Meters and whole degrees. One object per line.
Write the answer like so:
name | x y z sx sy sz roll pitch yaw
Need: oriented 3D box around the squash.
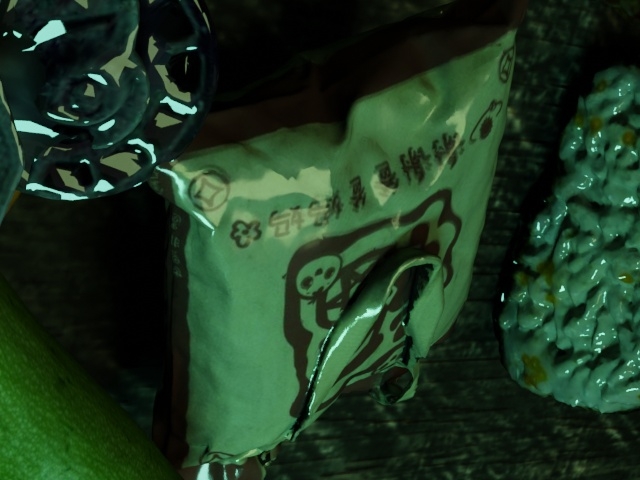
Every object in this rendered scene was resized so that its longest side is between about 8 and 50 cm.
squash | -0.140 0.067 0.672 0.107 0.107 0.395 -48 146 -14

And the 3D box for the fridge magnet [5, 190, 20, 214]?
fridge magnet | -0.168 -0.044 0.680 0.143 0.063 0.143 -26 133 -32

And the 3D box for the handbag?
handbag | 0.000 0.000 0.848 0.213 0.127 0.235 -28 145 -31

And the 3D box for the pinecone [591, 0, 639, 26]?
pinecone | 0.196 -0.209 0.854 0.224 0.224 0.272 17 77 -51

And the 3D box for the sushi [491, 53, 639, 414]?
sushi | 0.194 0.000 1.051 0.126 0.136 0.225 -12 130 -40

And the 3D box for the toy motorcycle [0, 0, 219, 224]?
toy motorcycle | -0.179 0.035 0.470 0.212 0.125 0.358 20 111 -25
